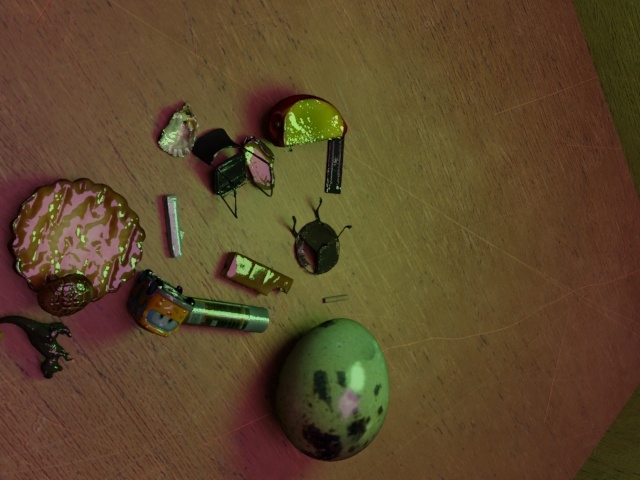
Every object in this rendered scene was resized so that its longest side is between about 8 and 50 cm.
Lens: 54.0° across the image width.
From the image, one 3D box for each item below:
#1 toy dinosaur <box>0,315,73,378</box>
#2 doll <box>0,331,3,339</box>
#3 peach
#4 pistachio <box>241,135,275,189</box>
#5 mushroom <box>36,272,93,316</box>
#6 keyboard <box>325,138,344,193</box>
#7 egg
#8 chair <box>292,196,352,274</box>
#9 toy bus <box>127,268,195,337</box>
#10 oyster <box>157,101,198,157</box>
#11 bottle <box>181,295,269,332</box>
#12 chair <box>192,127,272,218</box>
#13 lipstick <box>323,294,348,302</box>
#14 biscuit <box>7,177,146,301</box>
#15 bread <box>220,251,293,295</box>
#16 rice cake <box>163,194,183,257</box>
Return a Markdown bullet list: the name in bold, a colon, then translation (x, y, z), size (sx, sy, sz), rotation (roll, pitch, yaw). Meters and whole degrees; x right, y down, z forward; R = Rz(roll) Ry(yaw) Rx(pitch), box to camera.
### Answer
- **toy dinosaur**: translation (-0.711, 0.269, 1.551), size (0.179, 0.087, 0.187), rotation (-14, 99, -34)
- **doll**: translation (-0.855, 0.302, 1.416), size (0.167, 0.162, 0.269), rotation (19, 92, -48)
- **peach**: translation (-0.043, -0.370, 1.917), size (0.267, 0.159, 0.154), rotation (-15, 112, -30)
- **pistachio**: translation (-0.181, -0.237, 1.900), size (0.090, 0.049, 0.173), rotation (-24, 109, -7)
- **mushroom**: translation (-0.606, 0.129, 1.497), size (0.126, 0.085, 0.109), rotation (-30, 109, -18)
- **keyboard**: translation (0.048, -0.257, 2.074), size (0.061, 0.013, 0.204), rotation (4, 90, -34)
- **egg**: translation (0.039, 0.448, 1.913), size (0.345, 0.345, 0.428), rotation (18, 70, -33)
- **chair**: translation (0.000, 0.000, 2.016), size (0.174, 0.149, 0.213), rotation (-38, 154, -29)
- **toy bus**: translation (-0.432, 0.172, 1.666), size (0.126, 0.209, 0.136), rotation (35, 84, -31)
- **oyster**: translation (-0.397, -0.305, 1.753), size (0.122, 0.045, 0.146), rotation (-22, 112, -34)
- **bottle**: translation (-0.288, 0.218, 1.834), size (0.286, 0.082, 0.082), rotation (13, 86, -33)
- **chair**: translation (-0.262, -0.201, 1.820), size (0.140, 0.221, 0.145), rotation (-36, 154, -28)
- **lipstick**: translation (0.051, 0.195, 2.098), size (0.094, 0.019, 0.019), rotation (-5, 95, -34)
- **biscuit**: translation (-0.615, 0.003, 1.589), size (0.326, 0.107, 0.325), rotation (-1, 92, -35)
- **bread**: translation (-0.191, 0.113, 1.914), size (0.226, 0.049, 0.088), rotation (30, 76, -32)
- **rice cake**: translation (-0.410, -0.039, 1.768), size (0.042, 0.030, 0.180), rotation (-11, 100, -37)
